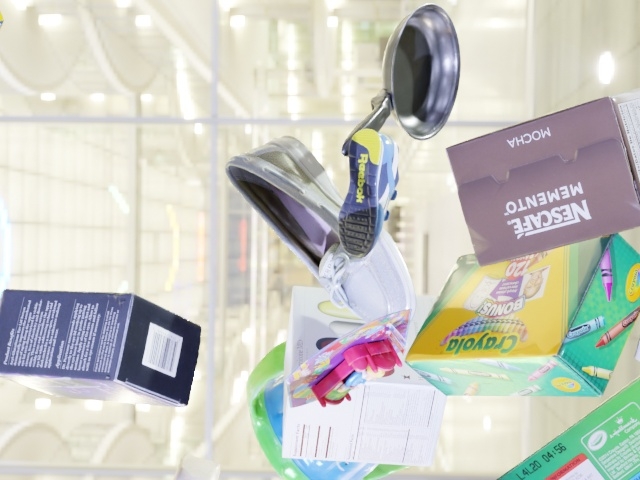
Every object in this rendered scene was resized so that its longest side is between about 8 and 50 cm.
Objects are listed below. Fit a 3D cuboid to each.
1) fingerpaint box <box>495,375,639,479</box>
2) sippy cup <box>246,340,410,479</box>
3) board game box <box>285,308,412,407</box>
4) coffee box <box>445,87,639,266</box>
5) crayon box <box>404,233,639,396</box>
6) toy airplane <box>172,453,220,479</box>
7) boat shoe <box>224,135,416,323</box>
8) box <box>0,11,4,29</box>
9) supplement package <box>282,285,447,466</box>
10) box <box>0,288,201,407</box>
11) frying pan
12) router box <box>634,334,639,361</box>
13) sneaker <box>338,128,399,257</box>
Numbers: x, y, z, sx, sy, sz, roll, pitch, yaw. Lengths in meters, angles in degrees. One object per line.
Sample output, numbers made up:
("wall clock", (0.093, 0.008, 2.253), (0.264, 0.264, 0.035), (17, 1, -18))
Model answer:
("fingerpaint box", (0.422, 0.288, 1.485), (0.163, 0.444, 0.371), (53, 169, 22))
("sippy cup", (0.045, 0.264, 1.814), (0.240, 0.224, 0.305), (58, -159, 17))
("board game box", (0.034, 0.127, 1.087), (0.033, 0.133, 0.169), (58, 169, 21))
("coffee box", (0.270, -0.075, 1.125), (0.297, 0.168, 0.119), (-19, -87, -55))
("crayon box", (0.235, 0.092, 1.330), (0.278, 0.081, 0.165), (-12, 43, 58))
("toy airplane", (-0.148, 0.360, 0.672), (0.384, 0.272, 0.386), (-55, -21, -34))
("boat shoe", (0.000, -0.002, 1.499), (0.320, 0.103, 0.118), (53, 141, 18))
("box", (-0.460, -0.250, 1.476), (0.169, 0.054, 0.059), (-46, 62, 47))
("supplement package", (0.055, 0.180, 1.552), (0.194, 0.203, 0.149), (-91, 7, -55))
("box", (-0.276, 0.131, 1.400), (0.153, 0.207, 0.108), (35, -120, -55))
("frying pan", (0.118, -0.193, 1.643), (0.326, 0.053, 0.197), (-62, -38, -24))
("router box", (0.442, 0.129, 1.197), (0.179, 0.133, 0.046), (34, 129, 39))
("sneaker", (0.059, -0.051, 1.278), (0.059, 0.053, 0.144), (-5, -71, -55))
